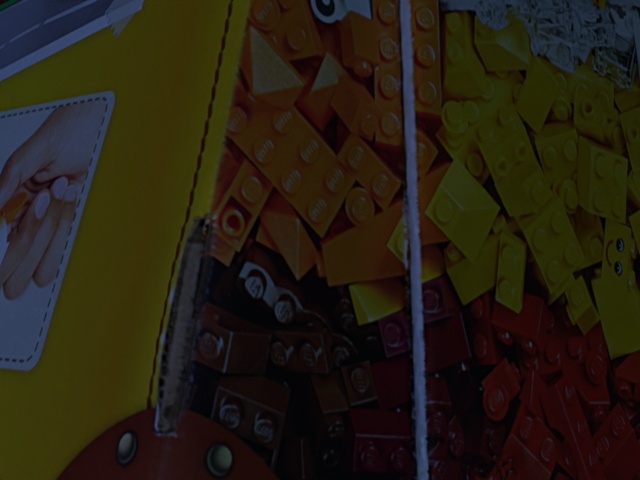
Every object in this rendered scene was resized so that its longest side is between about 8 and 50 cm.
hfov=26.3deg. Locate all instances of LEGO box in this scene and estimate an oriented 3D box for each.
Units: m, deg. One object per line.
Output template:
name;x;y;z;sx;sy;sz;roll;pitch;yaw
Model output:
LEGO box;-0.110;-0.014;0.576;0.193;0.372;0.500;24;157;-38
